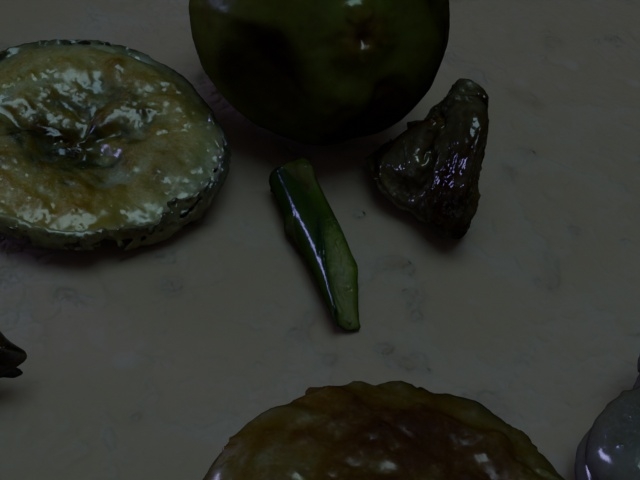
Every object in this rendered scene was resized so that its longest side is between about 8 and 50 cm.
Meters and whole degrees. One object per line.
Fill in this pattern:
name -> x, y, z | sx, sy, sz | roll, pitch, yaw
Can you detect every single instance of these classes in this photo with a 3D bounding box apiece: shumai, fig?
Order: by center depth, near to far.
shumai -> 0.102, -0.069, 0.911 | 0.105, 0.123, 0.139 | -14, 61, -13
fig -> -0.012, -0.215, 0.955 | 0.240, 0.239, 0.271 | -10, 25, -24

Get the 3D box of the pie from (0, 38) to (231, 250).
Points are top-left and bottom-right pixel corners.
pie -> -0.209, -0.088, 0.891 | 0.274, 0.055, 0.274 | 7, 42, -6

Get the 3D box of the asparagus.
asparagus -> 0.000, 0.000, 0.861 | 0.045, 0.041, 0.178 | -12, 48, -15

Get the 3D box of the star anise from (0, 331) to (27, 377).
star anise -> -0.312, 0.066, 0.677 | 0.236, 0.093, 0.229 | 27, 49, 20

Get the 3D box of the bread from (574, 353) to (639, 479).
bread -> 0.274, 0.187, 0.683 | 0.183, 0.102, 0.337 | 3, 42, -12

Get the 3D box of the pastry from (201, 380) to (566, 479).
pastry -> 0.043, 0.193, 0.607 | 0.257, 0.120, 0.236 | 28, 40, 19
